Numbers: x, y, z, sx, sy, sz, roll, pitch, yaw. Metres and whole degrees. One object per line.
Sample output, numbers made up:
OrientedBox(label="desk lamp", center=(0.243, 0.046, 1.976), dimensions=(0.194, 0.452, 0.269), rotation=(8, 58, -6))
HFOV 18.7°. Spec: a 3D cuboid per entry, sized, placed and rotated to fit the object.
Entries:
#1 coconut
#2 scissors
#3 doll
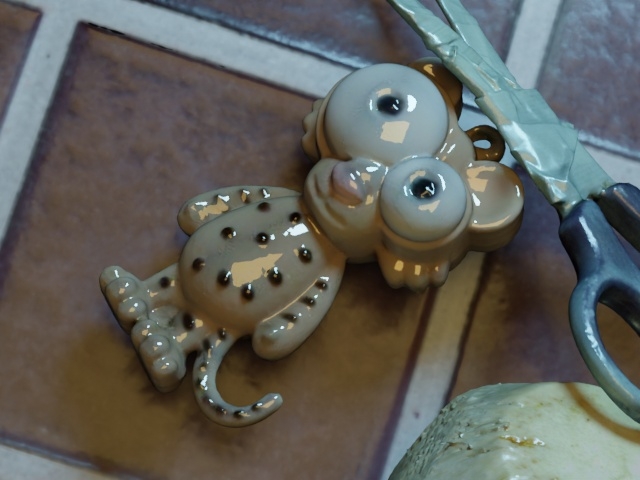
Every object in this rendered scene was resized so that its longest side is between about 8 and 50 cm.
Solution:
OrientedBox(label="coconut", center=(0.124, 0.206, 1.160), dimensions=(0.241, 0.241, 0.241), rotation=(1, 78, -5))
OrientedBox(label="scissors", center=(0.143, -0.063, 1.239), dimensions=(0.383, 0.029, 0.256), rotation=(52, 34, 11))
OrientedBox(label="doll", center=(-0.002, -0.001, 1.239), dimensions=(0.278, 0.119, 0.154), rotation=(-37, 70, -10))
